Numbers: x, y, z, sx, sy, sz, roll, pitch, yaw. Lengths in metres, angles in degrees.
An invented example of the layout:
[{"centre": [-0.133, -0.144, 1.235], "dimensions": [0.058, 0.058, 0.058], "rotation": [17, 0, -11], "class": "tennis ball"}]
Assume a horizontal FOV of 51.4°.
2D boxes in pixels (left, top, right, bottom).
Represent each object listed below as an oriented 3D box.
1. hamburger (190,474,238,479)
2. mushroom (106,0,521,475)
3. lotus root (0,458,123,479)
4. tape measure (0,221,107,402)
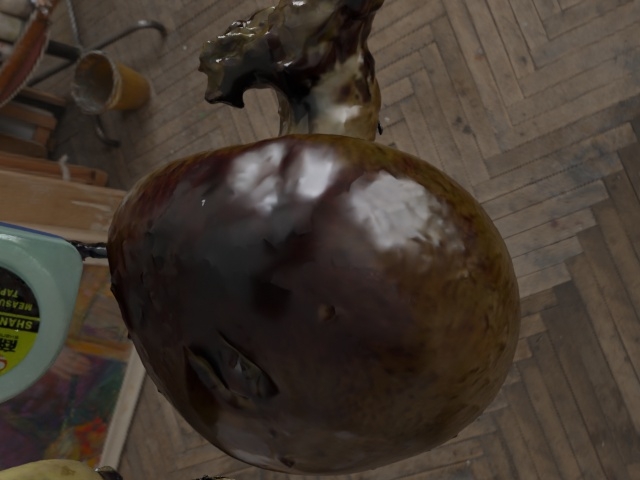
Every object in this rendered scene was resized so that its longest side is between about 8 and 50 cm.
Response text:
[{"centre": [-0.171, 0.478, 1.007], "dimensions": [0.107, 0.231, 0.231], "rotation": [4, 95, 63], "class": "hamburger"}, {"centre": [-0.018, 0.011, 0.576], "dimensions": [0.331, 0.334, 0.356], "rotation": [-23, 39, 17], "class": "mushroom"}, {"centre": [-0.250, 0.250, 0.486], "dimensions": [0.140, 0.257, 0.154], "rotation": [44, 116, 10], "class": "lotus root"}, {"centre": [-0.314, 0.076, 0.738], "dimensions": [0.098, 0.351, 0.215], "rotation": [21, 96, 60], "class": "tape measure"}]
